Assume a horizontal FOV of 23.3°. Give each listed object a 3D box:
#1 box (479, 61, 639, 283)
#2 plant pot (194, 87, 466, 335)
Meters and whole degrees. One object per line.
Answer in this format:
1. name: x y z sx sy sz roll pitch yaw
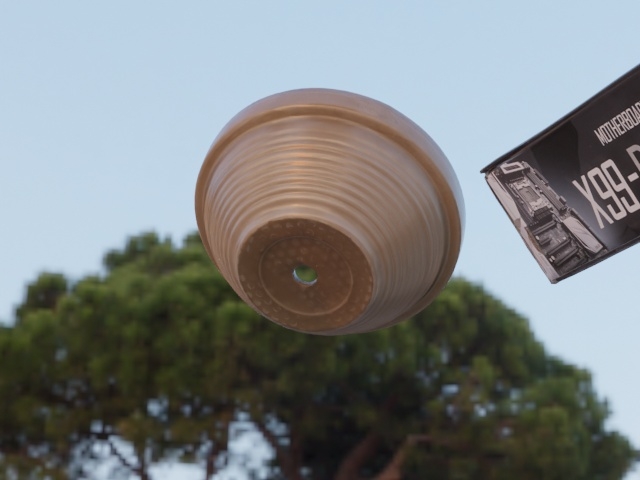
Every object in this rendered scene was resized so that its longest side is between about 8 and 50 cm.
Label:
1. box: 0.245 -0.099 0.728 0.242 0.077 0.307 -31 -3 -24
2. plant pot: 0.000 0.000 1.312 0.237 0.110 0.237 6 -55 9
